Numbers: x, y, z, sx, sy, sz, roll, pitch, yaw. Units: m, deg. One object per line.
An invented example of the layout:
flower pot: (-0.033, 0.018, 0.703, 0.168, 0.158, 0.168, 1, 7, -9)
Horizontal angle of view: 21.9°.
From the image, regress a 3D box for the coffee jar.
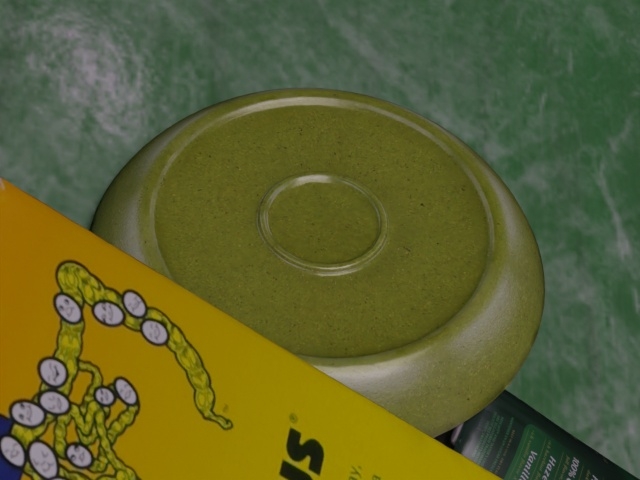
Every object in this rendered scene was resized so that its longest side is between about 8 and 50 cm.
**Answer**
coffee jar: (0.129, 0.151, 0.866, 0.184, 0.096, 0.079, 31, 63, -8)

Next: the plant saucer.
plant saucer: (0.000, 0.000, 0.853, 0.241, 0.037, 0.241, 4, 49, -4)

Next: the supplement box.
supplement box: (-0.054, 0.172, 0.665, 0.356, 0.194, 0.195, 33, 49, -23)
